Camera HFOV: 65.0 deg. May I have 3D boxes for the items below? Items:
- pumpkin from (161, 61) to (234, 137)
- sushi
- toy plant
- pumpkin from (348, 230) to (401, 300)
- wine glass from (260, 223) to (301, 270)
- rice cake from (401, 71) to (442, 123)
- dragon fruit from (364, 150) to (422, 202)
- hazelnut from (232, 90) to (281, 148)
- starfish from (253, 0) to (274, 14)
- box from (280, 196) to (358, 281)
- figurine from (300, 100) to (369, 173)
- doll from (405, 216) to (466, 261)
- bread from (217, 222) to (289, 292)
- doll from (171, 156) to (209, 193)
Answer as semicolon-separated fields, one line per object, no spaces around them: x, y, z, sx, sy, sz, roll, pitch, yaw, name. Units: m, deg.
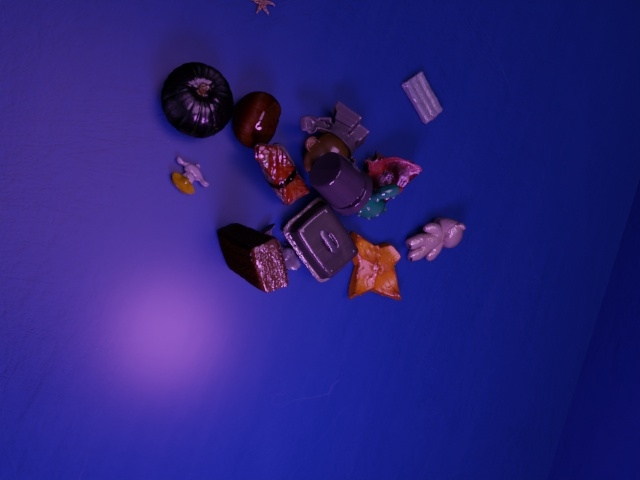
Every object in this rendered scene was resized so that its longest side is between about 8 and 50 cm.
-0.406;-0.474;1.682;0.249;0.216;0.250;6;75;-24;pumpkin
-0.143;-0.246;1.837;0.124;0.130;0.332;-35;132;-5;sushi
0.138;-0.180;1.901;0.279;0.185;0.400;-34;141;20;toy plant
0.228;0.109;2.119;0.258;0.095;0.291;1;91;-23;pumpkin
-0.153;0.034;1.928;0.079;0.079;0.196;-40;109;-18;wine glass
0.447;-0.620;2.190;0.124;0.038;0.211;-38;111;-18;rice cake
0.271;-0.277;2.080;0.262;0.134;0.211;-38;100;20;dragon fruit
-0.235;-0.431;1.801;0.177;0.178;0.204;3;124;-27;hazelnut
-0.213;-0.877;1.847;0.092;0.016;0.086;-5;99;-21;starfish
0.000;0.000;1.953;0.220;0.166;0.291;-41;110;-17;box
0.046;-0.363;1.942;0.342;0.167;0.285;43;73;-18;figurine
0.498;-0.013;2.243;0.278;0.175;0.149;-22;66;-15;doll
-0.238;0.047;1.702;0.113;0.416;0.165;-18;107;-24;bread
-0.465;-0.231;1.757;0.113;0.071;0.135;-30;103;-29;doll
